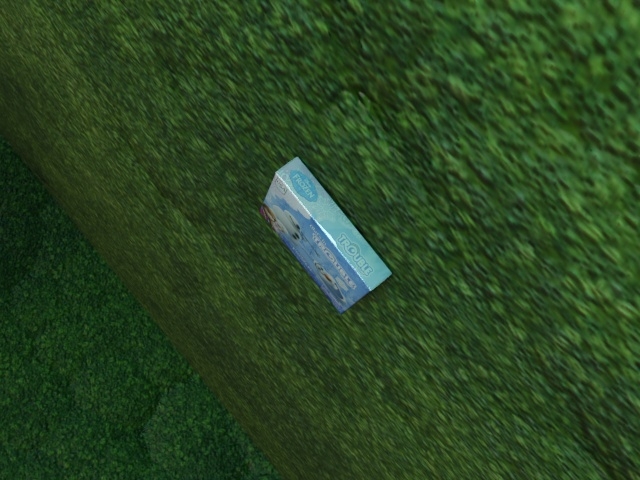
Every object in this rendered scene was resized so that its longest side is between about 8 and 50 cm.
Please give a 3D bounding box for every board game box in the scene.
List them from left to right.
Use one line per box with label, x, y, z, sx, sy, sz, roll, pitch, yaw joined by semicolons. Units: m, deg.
board game box;0.000;0.000;0.588;0.090;0.020;0.090;51;163;5
